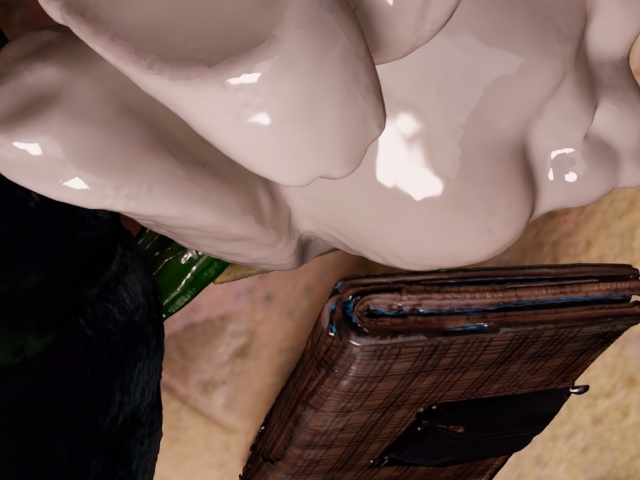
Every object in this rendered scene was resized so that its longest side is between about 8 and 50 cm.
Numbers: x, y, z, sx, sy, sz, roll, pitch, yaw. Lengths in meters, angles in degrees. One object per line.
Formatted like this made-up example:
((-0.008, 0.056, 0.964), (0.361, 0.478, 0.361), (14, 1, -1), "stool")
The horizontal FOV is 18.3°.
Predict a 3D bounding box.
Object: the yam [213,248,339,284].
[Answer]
((0.000, 0.000, 0.890), (0.107, 0.014, 0.014), (-17, 104, -9), "yam")

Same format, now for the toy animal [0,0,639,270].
((0.016, -0.096, 0.682), (0.272, 0.206, 0.265), (-59, 152, -10), "toy animal")

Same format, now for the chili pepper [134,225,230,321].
((-0.053, -0.009, 0.846), (0.050, 0.073, 0.182), (32, 93, -19), "chili pepper")

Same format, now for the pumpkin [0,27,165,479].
((-0.239, 0.058, 0.723), (0.363, 0.266, 0.363), (-2, 103, -8), "pumpkin")

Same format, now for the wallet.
((0.041, 0.065, 0.815), (0.124, 0.230, 0.042), (-3, 66, -12), "wallet")
